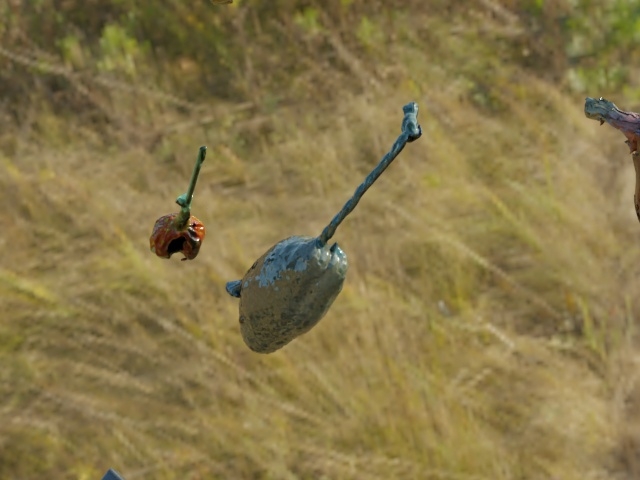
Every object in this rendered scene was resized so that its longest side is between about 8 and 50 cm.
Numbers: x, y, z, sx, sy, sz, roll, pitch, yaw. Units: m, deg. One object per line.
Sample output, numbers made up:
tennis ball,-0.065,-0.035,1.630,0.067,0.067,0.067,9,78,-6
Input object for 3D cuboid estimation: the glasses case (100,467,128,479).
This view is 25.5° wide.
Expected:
glasses case,-0.163,0.297,1.354,0.190,0.042,0.072,33,89,41

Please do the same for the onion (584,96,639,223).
onion,0.249,-0.074,0.988,0.140,0.150,0.150,37,46,19

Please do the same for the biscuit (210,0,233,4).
biscuit,-0.090,-0.271,1.042,0.029,0.172,0.254,-7,1,-2

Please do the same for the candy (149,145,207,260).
candy,-0.124,-0.036,1.319,0.055,0.185,0.049,-22,67,-25

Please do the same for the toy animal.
toy animal,0.000,0.002,1.113,0.070,0.253,0.079,7,42,-37
